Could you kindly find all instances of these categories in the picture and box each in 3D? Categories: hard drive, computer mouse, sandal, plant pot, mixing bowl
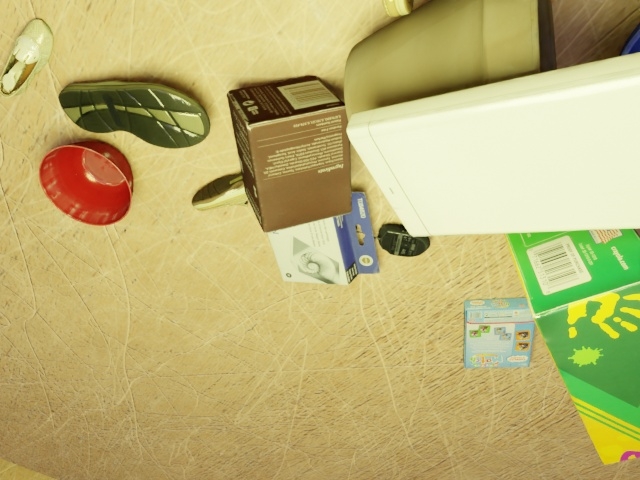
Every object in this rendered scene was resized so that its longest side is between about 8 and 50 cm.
[{"bbox_3d":[0.236,-0.091,0.625,0.353,0.047,0.233,-3,142,35],"label":"hard drive"},{"bbox_3d":[0.114,-0.017,1.091,0.242,0.041,0.071,13,135,4],"label":"computer mouse"},{"bbox_3d":[-0.339,-0.251,0.937,0.303,0.086,0.120,13,135,15],"label":"sandal"},{"bbox_3d":[0.198,-0.233,0.772,0.280,0.323,0.323,-1,129,28],"label":"plant pot"},{"bbox_3d":[-0.450,-0.129,1.024,0.181,0.098,0.181,4,127,5],"label":"mixing bowl"}]

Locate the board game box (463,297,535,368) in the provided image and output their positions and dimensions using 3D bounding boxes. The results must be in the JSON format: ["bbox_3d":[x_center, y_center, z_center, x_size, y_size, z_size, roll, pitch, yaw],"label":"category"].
[{"bbox_3d":[0.430,0.229,1.234,0.160,0.039,0.211,-4,126,9],"label":"board game box"}]

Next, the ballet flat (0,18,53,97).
[{"bbox_3d":[-0.534,-0.320,0.918,0.057,0.052,0.168,35,123,-19],"label":"ballet flat"}]

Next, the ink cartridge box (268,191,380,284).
[{"bbox_3d":[0.000,0.000,1.080,0.224,0.045,0.223,-1,128,20],"label":"ink cartridge box"}]

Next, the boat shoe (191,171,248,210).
[{"bbox_3d":[-0.172,-0.094,1.045,0.190,0.068,0.072,-18,134,19],"label":"boat shoe"}]

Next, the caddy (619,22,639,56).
[{"bbox_3d":[0.580,-0.275,0.710,0.241,0.179,0.341,34,125,5],"label":"caddy"}]

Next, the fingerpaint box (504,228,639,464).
[{"bbox_3d":[0.434,0.064,0.854,0.163,0.444,0.371,-23,121,21],"label":"fingerpaint box"}]

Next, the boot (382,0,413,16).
[{"bbox_3d":[0.009,-0.413,0.716,0.203,0.095,0.262,-17,95,20],"label":"boot"}]

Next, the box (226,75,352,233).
[{"bbox_3d":[-0.052,-0.153,0.888,0.167,0.168,0.203,-15,127,-14],"label":"box"}]
